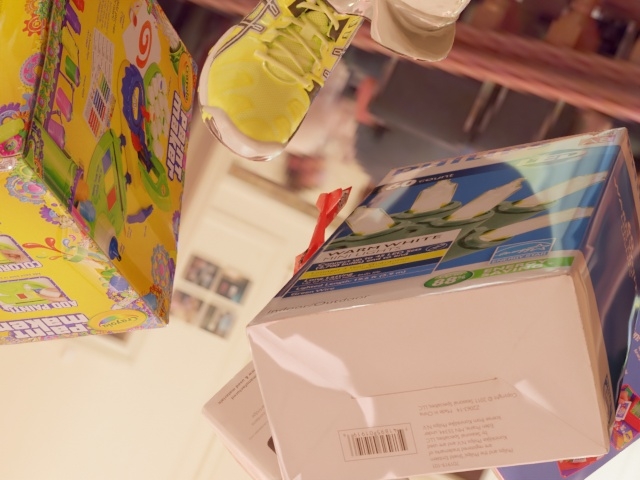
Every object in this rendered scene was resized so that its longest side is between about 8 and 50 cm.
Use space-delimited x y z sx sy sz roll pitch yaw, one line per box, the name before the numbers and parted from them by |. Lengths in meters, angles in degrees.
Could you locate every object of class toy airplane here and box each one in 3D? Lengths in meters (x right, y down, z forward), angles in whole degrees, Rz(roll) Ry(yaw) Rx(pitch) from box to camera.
toy airplane | 0.000 0.000 1.754 0.028 0.151 0.151 26 177 -19

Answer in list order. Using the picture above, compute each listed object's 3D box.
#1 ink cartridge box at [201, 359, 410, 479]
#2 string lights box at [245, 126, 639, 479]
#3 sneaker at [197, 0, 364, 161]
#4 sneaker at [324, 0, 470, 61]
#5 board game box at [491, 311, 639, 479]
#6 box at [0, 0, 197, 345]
ink cartridge box | 0.005 0.153 0.977 0.150 0.063 0.109 41 167 25
string lights box | 0.073 0.022 0.706 0.133 0.077 0.260 -10 -167 18
sneaker | -0.031 -0.260 1.886 0.145 0.385 0.147 31 144 -10
sneaker | 0.006 -0.278 1.092 0.330 0.146 0.122 43 -149 26
board game box | 0.229 0.103 1.602 0.347 0.233 0.078 56 176 -36
box | -0.246 -0.104 1.327 0.177 0.290 0.279 -8 147 17
